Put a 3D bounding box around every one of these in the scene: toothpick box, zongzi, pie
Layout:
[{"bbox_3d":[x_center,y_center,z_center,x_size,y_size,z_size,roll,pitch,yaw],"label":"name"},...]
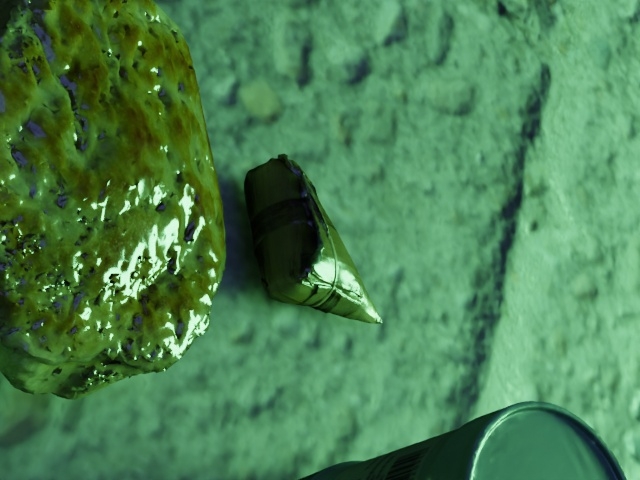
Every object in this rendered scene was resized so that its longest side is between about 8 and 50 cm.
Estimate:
[{"bbox_3d":[0.048,0.135,0.601,0.101,0.153,0.101,17,60,-32],"label":"toothpick box"},{"bbox_3d":[0.000,0.000,0.708,0.083,0.040,0.076,18,52,-46],"label":"zongzi"},{"bbox_3d":[-0.104,-0.024,0.606,0.163,0.079,0.193,39,50,-29],"label":"pie"}]
